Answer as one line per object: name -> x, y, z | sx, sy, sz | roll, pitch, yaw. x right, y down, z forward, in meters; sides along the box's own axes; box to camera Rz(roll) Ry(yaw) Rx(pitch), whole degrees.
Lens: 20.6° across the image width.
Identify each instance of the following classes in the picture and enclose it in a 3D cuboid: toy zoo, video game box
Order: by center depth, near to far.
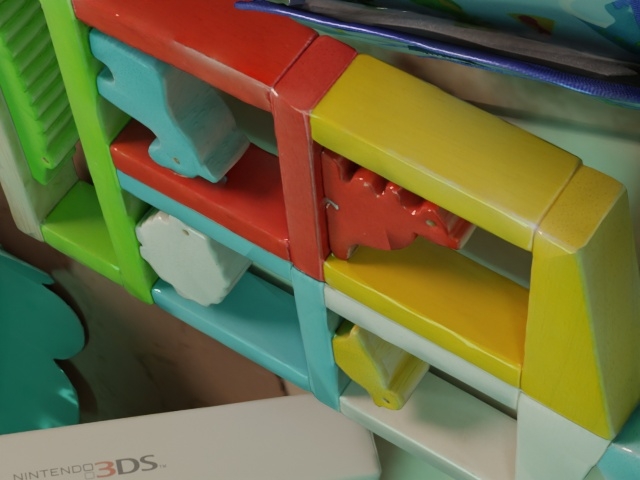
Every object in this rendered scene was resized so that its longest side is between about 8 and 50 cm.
toy zoo -> 0.000, 0.000, 0.594 | 0.293, 0.030, 0.192 | 28, 153, 20
video game box -> -0.090, 0.137, 0.731 | 0.187, 0.205, 0.048 | 102, 156, -51

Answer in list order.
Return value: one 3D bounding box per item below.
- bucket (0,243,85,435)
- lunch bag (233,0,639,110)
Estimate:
bucket -> -0.262, 0.081, 0.775 | 0.183, 0.281, 0.281 | 33, 145, 24
lunch bag -> 0.040, -0.088, 0.436 | 0.128, 0.096, 0.151 | 18, 157, 32
